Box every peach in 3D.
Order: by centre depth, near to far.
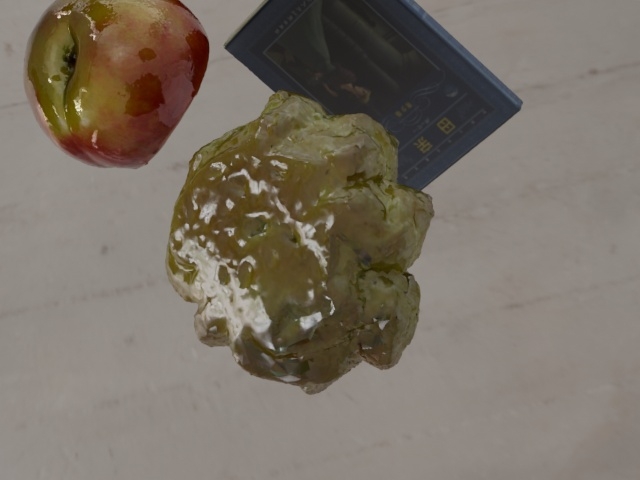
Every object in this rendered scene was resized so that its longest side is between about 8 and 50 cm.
[{"bbox_3d":[-0.193,-0.161,1.356,0.192,0.190,0.190,4,97,-53],"label":"peach"}]

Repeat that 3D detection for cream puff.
[{"bbox_3d":[-0.011,-0.001,1.146,0.244,0.196,0.244,5,117,10],"label":"cream puff"}]

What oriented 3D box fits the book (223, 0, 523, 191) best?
[{"bbox_3d":[0.053,-0.176,1.452,0.269,0.025,0.191,41,129,-13],"label":"book"}]
